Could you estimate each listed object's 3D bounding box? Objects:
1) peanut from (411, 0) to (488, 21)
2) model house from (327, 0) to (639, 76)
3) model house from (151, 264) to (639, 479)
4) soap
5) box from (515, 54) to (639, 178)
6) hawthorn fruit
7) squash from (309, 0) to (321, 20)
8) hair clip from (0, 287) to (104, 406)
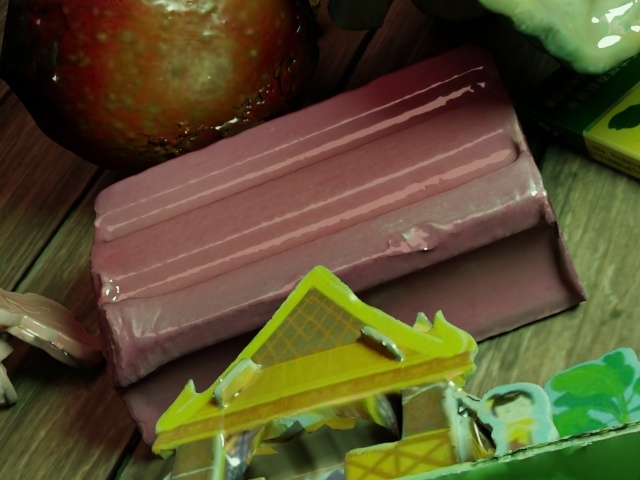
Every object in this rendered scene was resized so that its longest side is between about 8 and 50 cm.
[{"bbox_3d":[0.186,-0.324,1.223,0.253,0.137,0.122,-41,82,-15],"label":"peanut"},{"bbox_3d":[0.168,-0.331,0.956,0.395,0.400,0.445,-1,29,-20],"label":"model house"},{"bbox_3d":[0.065,0.116,0.709,0.358,0.242,0.313,-18,36,15],"label":"model house"},{"bbox_3d":[0.000,0.000,0.965,0.359,0.128,0.233,-21,37,10],"label":"soap"},{"bbox_3d":[0.282,-0.104,0.986,0.132,0.034,0.235,-39,39,-15],"label":"box"},{"bbox_3d":[-0.163,-0.198,1.158,0.316,0.316,0.316,-17,39,14],"label":"hawthorn fruit"},{"bbox_3d":[-0.096,-0.256,1.371,0.239,0.069,0.069,3,47,34],"label":"squash"},{"bbox_3d":[-0.267,0.064,1.053,0.102,0.138,0.123,-34,30,-16],"label":"hair clip"}]
